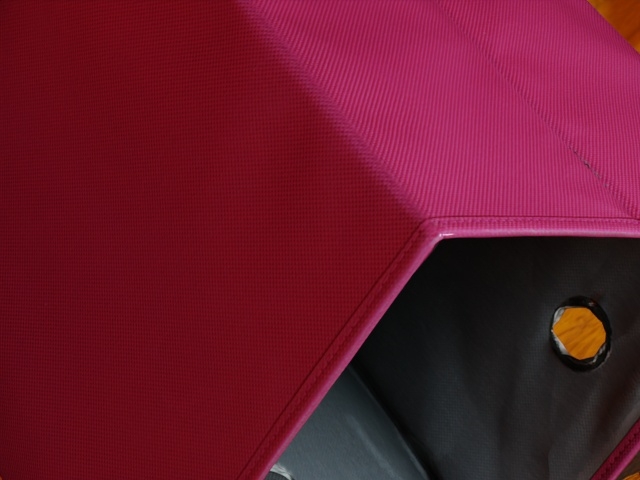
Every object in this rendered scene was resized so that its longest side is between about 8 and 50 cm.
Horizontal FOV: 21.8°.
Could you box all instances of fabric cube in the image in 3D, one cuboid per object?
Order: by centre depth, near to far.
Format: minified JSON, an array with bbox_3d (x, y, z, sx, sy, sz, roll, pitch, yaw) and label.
[{"bbox_3d":[0.000,0.000,0.738,0.259,0.258,0.254,0,133,-45],"label":"fabric cube"}]
